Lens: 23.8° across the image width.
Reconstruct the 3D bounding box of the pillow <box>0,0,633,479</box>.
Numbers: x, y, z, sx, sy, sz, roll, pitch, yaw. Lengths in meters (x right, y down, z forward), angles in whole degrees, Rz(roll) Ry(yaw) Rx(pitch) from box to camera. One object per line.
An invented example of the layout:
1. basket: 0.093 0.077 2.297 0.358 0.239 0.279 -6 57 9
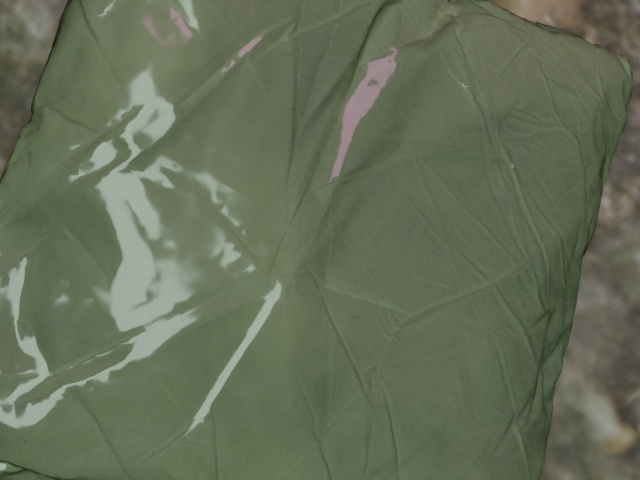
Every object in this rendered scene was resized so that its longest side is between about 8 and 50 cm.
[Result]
1. pillow: -0.002 0.001 0.648 0.281 0.076 0.274 20 81 -22
